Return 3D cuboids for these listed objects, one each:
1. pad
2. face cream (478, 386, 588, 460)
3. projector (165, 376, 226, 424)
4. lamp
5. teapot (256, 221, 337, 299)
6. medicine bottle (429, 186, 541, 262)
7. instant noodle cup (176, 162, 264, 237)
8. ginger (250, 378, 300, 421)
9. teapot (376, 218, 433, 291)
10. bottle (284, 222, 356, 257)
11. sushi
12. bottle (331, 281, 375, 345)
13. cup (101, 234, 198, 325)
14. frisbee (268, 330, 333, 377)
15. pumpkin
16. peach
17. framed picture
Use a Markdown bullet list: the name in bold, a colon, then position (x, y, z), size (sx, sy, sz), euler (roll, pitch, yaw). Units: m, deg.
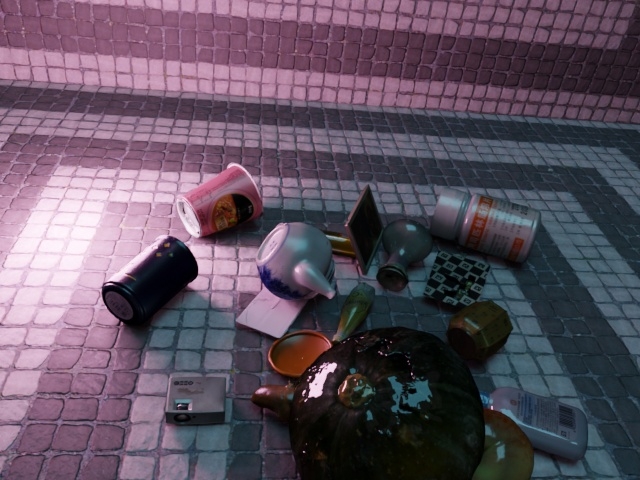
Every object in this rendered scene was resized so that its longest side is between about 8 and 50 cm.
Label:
- **pad**: position (-0.146, 0.216, 1.834), size (0.157, 0.004, 0.232), euler (18, 32, 14)
- **face cream**: position (0.535, 0.470, 1.571), size (0.337, 0.080, 0.163), euler (16, 38, 11)
- **projector**: position (-0.318, 0.413, 1.504), size (0.147, 0.061, 0.115), euler (1, 35, -9)
- **lamp**: position (0.482, 0.272, 1.772), size (0.185, 0.161, 0.161), euler (-22, 46, -35)
- **teapot**: position (-0.055, 0.084, 1.869), size (0.280, 0.252, 0.424), euler (37, 2, -22)
- **medicine bottle**: position (0.616, -0.063, 2.202), size (0.372, 0.210, 0.211), euler (18, 37, 13)
- **instant noodle cup**: position (-0.373, -0.131, 2.122), size (0.255, 0.243, 0.244), euler (-30, 50, -29)
- **ginger**: position (-0.018, 0.397, 1.540), size (0.310, 0.107, 0.132), euler (-18, 72, -22)
- **teapot**: position (0.282, 0.051, 2.031), size (0.184, 0.183, 0.250), euler (17, 47, 12)
- **bottle**: position (0.000, 0.000, 2.107), size (0.287, 0.082, 0.082), euler (11, 36, 3)
- **sushi**: position (0.471, 0.151, 2.023), size (0.193, 0.043, 0.279), euler (17, 37, 13)
- **bottle**: position (0.100, 0.234, 1.809), size (0.083, 0.083, 0.269), euler (18, 38, 13)
- **cup**: position (-0.542, 0.139, 1.794), size (0.178, 0.255, 0.256), euler (50, 44, -7)
- **frisbee**: position (-0.054, 0.331, 1.680), size (0.192, 0.035, 0.192), euler (-5, 31, 3)
- **pumpkin**: position (0.140, 0.404, 1.311), size (0.455, 0.344, 0.454), euler (-25, 37, 21)
- **peach**: position (0.409, 0.516, 1.413), size (0.233, 0.232, 0.232), euler (5, 36, -4)
- **framed picture**: position (0.163, -0.044, 2.103), size (0.020, 0.211, 0.289), euler (-8, 29, 27)
